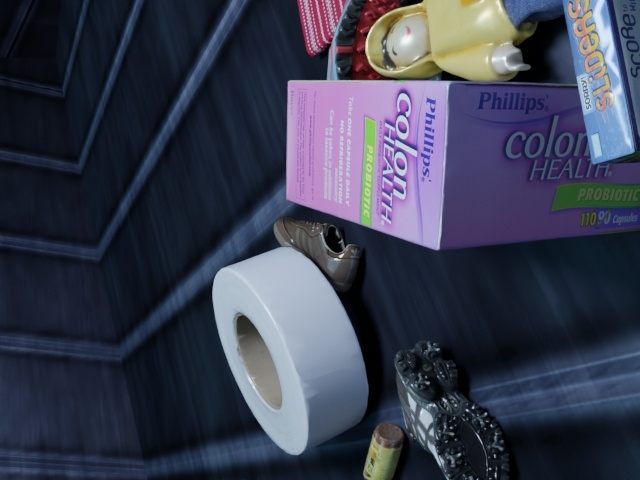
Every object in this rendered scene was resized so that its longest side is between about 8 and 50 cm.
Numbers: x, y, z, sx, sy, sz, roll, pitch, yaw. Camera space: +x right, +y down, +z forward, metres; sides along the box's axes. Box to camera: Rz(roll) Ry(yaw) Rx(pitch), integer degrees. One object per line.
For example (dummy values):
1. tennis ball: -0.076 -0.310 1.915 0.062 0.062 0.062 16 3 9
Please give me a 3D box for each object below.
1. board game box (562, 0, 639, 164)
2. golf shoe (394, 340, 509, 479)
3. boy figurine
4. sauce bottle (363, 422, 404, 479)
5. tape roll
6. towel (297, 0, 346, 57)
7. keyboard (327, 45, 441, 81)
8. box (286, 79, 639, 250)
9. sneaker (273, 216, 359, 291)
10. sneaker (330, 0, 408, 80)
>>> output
1. board game box: 0.227 -0.154 0.495 0.035 0.136 0.201 -19 77 62
2. golf shoe: 0.142 0.210 0.803 0.094 0.077 0.198 96 158 -50
3. boy figurine: 0.146 -0.232 0.685 0.285 0.092 0.177 -15 81 58
4. sauce bottle: 0.078 0.299 0.954 0.042 0.042 0.128 45 132 50
5. tape roll: -0.051 0.155 1.046 0.286 0.100 0.286 45 146 41
6. towel: 0.034 -0.381 0.934 0.275 0.031 0.199 -24 74 62
7. keyboard: 0.071 -0.199 0.918 0.256 0.014 0.072 34 119 56
8. box: 0.117 -0.078 0.633 0.243 0.213 0.117 20 112 59
9. sneaker: 0.000 0.000 1.047 0.188 0.066 0.071 43 115 45
10. sneaker: 0.033 -0.178 0.868 0.125 0.104 0.262 32 117 59
